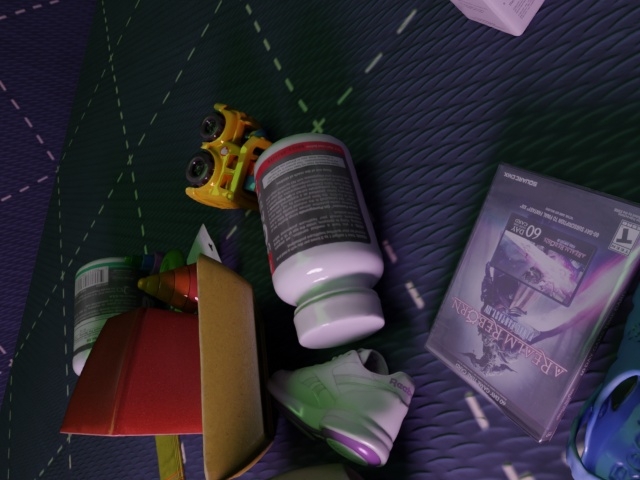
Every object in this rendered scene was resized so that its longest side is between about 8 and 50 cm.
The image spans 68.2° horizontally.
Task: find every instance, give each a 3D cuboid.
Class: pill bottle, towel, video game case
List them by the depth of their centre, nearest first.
[{"bbox_3d":[0.242,0.062,0.563,0.196,0.026,0.274,38,113,52],"label":"video game case"},{"bbox_3d":[0.000,0.000,0.762,0.176,0.176,0.318,-36,55,35],"label":"pill bottle"},{"bbox_3d":[-0.359,0.521,1.112,0.102,0.021,0.237,-42,51,30],"label":"towel"},{"bbox_3d":[-0.536,0.243,1.242,0.204,0.204,0.361,-36,55,35],"label":"pill bottle"}]

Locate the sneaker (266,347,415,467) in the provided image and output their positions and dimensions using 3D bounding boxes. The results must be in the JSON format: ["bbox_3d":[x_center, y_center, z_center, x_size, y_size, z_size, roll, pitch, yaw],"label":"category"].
[{"bbox_3d":[0.028,0.240,0.740,0.152,0.114,0.305,-52,25,-24],"label":"sneaker"}]

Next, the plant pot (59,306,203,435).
[{"bbox_3d":[-0.339,0.276,0.988,0.267,0.267,0.235,-19,62,42],"label":"plant pot"}]

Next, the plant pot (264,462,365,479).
[{"bbox_3d":[0.007,0.408,0.606,0.191,0.284,0.284,-43,44,-8],"label":"plant pot"}]

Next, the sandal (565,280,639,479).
[{"bbox_3d":[0.317,0.124,0.423,0.126,0.138,0.317,21,93,50],"label":"sandal"}]

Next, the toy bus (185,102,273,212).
[{"bbox_3d":[-0.158,-0.169,1.016,0.211,0.149,0.220,14,87,35],"label":"toy bus"}]

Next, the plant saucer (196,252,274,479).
[{"bbox_3d":[-0.136,0.225,0.815,0.333,0.081,0.332,94,168,-66],"label":"plant saucer"}]

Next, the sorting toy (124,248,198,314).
[{"bbox_3d":[-0.398,0.079,1.132,0.365,0.126,0.127,17,95,56],"label":"sorting toy"}]

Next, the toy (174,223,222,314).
[{"bbox_3d":[-0.281,0.094,1.125,0.237,0.056,0.137,-56,49,27],"label":"toy"}]

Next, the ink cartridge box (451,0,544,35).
[{"bbox_3d":[0.209,-0.421,0.587,0.197,0.273,0.114,-58,45,18],"label":"ink cartridge box"}]
